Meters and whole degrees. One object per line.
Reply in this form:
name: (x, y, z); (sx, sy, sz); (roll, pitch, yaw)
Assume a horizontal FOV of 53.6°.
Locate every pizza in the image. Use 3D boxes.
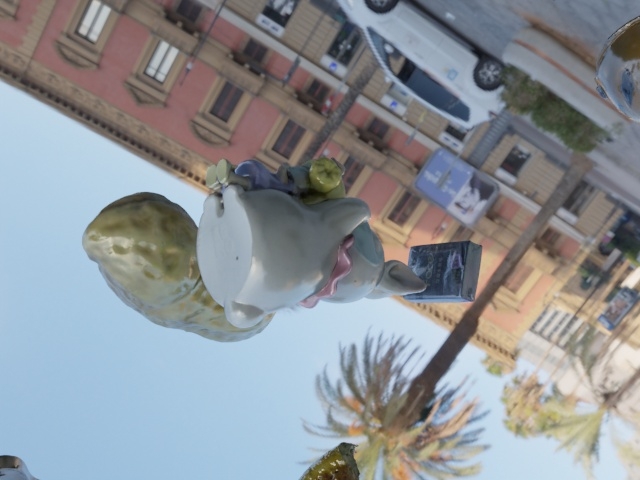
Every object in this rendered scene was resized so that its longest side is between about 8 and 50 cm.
pizza: (0.007, 0.444, 0.921); (0.197, 0.292, 0.058); (18, 169, 43)

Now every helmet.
helmet: (0.577, -0.272, 1.056); (0.224, 0.198, 0.130); (16, -132, -42)

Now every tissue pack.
tissue pack: (0.231, 0.063, 1.213); (0.051, 0.112, 0.156); (21, 163, -32)

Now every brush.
brush: (-0.397, 0.353, 0.851); (0.069, 0.327, 0.065); (-1, -122, -10)

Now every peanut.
peanut: (-0.154, 0.038, 0.762); (0.305, 0.147, 0.147); (27, -166, -50)

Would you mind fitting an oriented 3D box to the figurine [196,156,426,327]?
figurine: (0.000, 0.000, 0.641); (0.235, 0.127, 0.155); (0, -114, -41)
